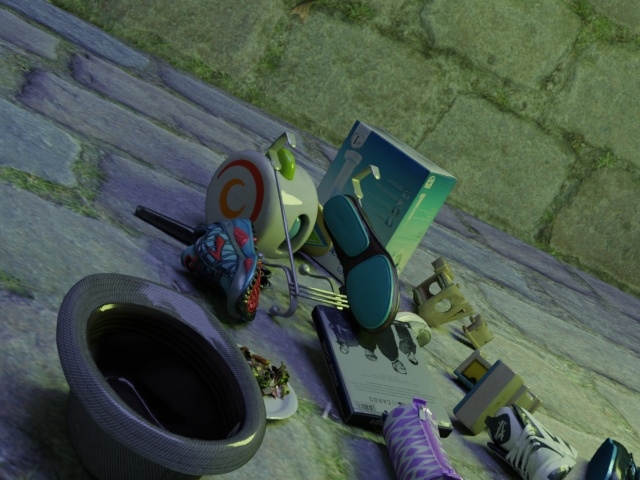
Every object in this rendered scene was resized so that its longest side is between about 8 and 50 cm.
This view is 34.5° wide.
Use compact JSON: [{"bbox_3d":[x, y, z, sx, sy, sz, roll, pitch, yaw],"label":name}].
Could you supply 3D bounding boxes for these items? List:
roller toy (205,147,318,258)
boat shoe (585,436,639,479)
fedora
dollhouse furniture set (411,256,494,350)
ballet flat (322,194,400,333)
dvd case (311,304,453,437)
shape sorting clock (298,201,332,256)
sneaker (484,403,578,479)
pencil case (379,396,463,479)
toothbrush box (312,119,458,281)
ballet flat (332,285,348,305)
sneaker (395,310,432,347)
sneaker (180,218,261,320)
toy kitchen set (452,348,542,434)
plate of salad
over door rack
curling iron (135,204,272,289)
[{"bbox_3d":[-0.108,-0.064,1.927,0.209,0.191,0.146,-9,-15,41],"label":"roller toy"},{"bbox_3d":[0.514,0.397,1.760,0.089,0.109,0.258,37,18,12],"label":"boat shoe"},{"bbox_3d":[-0.188,0.171,1.105,0.244,0.124,0.275,15,29,-40],"label":"fedora"},{"bbox_3d":[0.276,0.150,2.220,0.161,0.101,0.182,52,9,-14],"label":"dollhouse furniture set"},{"bbox_3d":[0.083,0.042,1.710,0.096,0.095,0.280,39,28,-50],"label":"ballet flat"},{"bbox_3d":[0.092,0.200,1.604,0.179,0.029,0.238,14,33,-25],"label":"dvd case"},{"bbox_3d":[-0.051,-0.055,2.061,0.206,0.040,0.206,34,-29,22],"label":"shape sorting clock"},{"bbox_3d":[0.318,0.330,1.624,0.153,0.094,0.235,33,14,15],"label":"sneaker"},{"bbox_3d":[0.143,0.298,1.399,0.086,0.088,0.206,23,17,-18],"label":"pencil case"},{"bbox_3d":[0.106,-0.063,2.128,0.216,0.295,0.126,38,15,31],"label":"toothbrush box"},{"bbox_3d":[0.095,0.146,1.931,0.173,0.049,0.057,39,-26,26],"label":"ballet flat"},{"bbox_3d":[0.123,0.184,1.779,0.093,0.088,0.225,43,28,29],"label":"sneaker"},{"bbox_3d":[-0.164,0.051,1.675,0.125,0.104,0.262,1,25,-9],"label":"sneaker"},{"bbox_3d":[0.272,0.258,1.803,0.166,0.122,0.207,40,-3,35],"label":"toy kitchen set"},{"bbox_3d":[-0.114,0.172,1.402,0.200,0.048,0.200,27,14,-8],"label":"plate of salad"},{"bbox_3d":[0.000,0.000,1.830,0.240,0.108,0.324,16,64,-43],"label":"over door rack"},{"bbox_3d":[-0.202,0.007,1.809,0.274,0.035,0.068,31,14,3],"label":"curling iron"}]
